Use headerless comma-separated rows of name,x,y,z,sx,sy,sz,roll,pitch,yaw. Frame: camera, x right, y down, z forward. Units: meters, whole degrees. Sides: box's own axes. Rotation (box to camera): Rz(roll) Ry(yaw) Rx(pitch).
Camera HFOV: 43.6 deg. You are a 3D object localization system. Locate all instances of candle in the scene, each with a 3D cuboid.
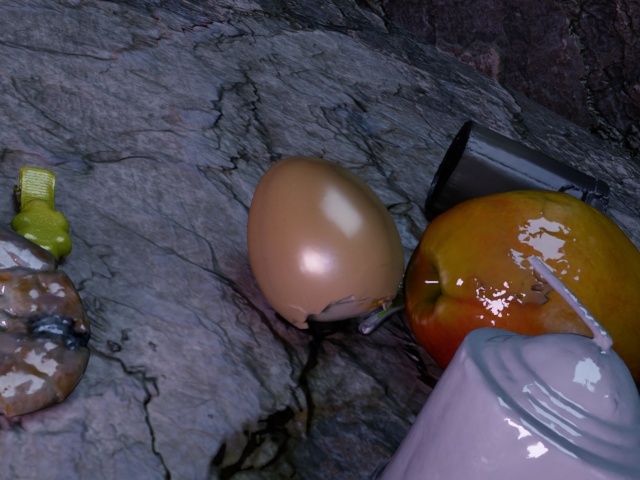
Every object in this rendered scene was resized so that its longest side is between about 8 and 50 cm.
candle,0.179,0.215,0.734,0.222,0.342,0.221,23,22,-10

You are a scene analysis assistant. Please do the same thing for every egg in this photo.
egg,0.000,0.000,1.074,0.201,0.201,0.244,-14,77,-52

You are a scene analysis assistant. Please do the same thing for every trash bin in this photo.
trash bin,0.383,-0.089,1.580,0.302,0.202,0.252,26,-13,1

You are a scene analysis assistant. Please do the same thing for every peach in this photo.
peach,0.300,0.079,1.111,0.373,0.289,0.372,10,-5,1

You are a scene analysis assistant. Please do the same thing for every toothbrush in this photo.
toothbrush,0.124,0.091,1.231,0.022,0.026,0.263,31,27,20

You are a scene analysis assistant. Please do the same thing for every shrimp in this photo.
shrimp,-0.389,0.047,0.814,0.360,0.085,0.247,42,37,19

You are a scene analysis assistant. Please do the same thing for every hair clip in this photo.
hair clip,-0.351,-0.030,1.003,0.072,0.046,0.173,7,34,-26

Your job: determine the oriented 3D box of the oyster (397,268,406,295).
oyster,0.106,0.052,1.256,0.122,0.045,0.146,31,29,15
